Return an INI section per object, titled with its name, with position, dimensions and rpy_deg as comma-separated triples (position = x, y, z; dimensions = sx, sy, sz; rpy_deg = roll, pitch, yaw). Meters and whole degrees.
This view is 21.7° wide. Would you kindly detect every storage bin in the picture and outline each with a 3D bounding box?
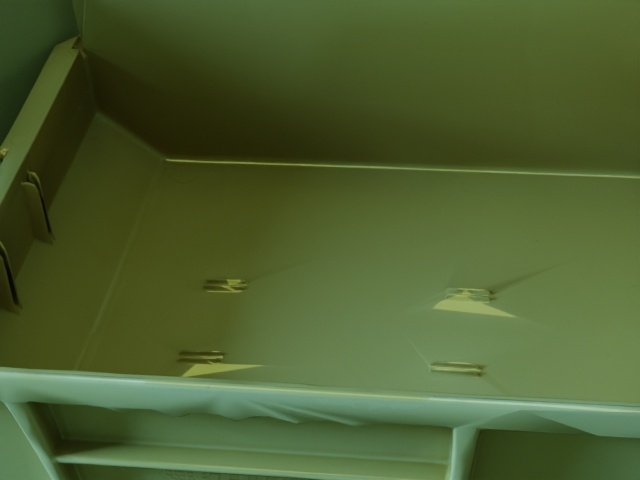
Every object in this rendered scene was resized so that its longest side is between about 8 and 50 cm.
[storage bin]
position = 0.000, 0.000, 0.549
dimensions = 0.260, 0.123, 0.262
rpy_deg = 3, 40, 11

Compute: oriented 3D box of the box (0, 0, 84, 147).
[box]
position = -0.211, -0.033, 0.631
dimensions = 0.094, 0.113, 0.275
rpy_deg = 22, 45, 33
